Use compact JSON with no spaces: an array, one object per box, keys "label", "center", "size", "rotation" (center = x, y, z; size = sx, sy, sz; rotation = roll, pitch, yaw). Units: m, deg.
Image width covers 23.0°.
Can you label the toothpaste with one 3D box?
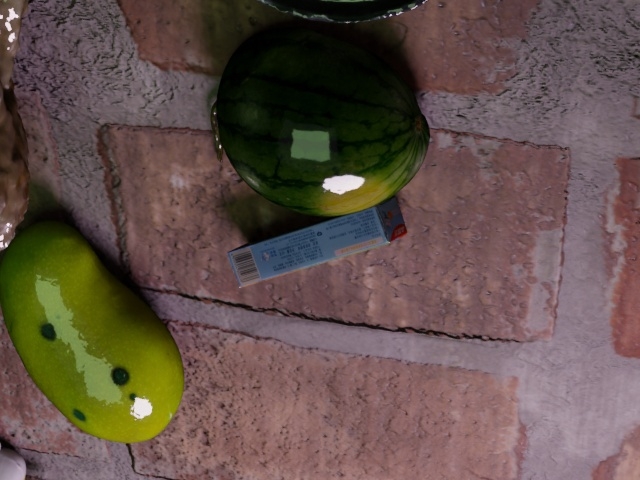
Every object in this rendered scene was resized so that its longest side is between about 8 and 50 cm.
[{"label":"toothpaste","center":[0.000,0.000,1.684],"size":[0.193,0.070,0.044],"rotation":[-17,95,30]}]

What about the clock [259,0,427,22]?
[{"label":"clock","center":[0.007,-0.328,1.364],"size":[0.313,0.061,0.312],"rotation":[9,133,9]}]

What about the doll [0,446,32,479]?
[{"label":"doll","center":[-0.495,0.292,2.076],"size":[0.293,0.119,0.138],"rotation":[24,127,-12]}]

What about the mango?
[{"label":"mango","center":[-0.268,0.108,1.810],"size":[0.175,0.143,0.293],"rotation":[-18,115,29]}]

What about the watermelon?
[{"label":"watermelon","center":[-0.016,-0.100,1.540],"size":[0.232,0.127,0.204],"rotation":[13,138,13]}]

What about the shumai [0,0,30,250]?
[{"label":"shumai","center":[-0.341,-0.164,1.507],"size":[0.262,0.267,0.314],"rotation":[-42,73,27]}]
